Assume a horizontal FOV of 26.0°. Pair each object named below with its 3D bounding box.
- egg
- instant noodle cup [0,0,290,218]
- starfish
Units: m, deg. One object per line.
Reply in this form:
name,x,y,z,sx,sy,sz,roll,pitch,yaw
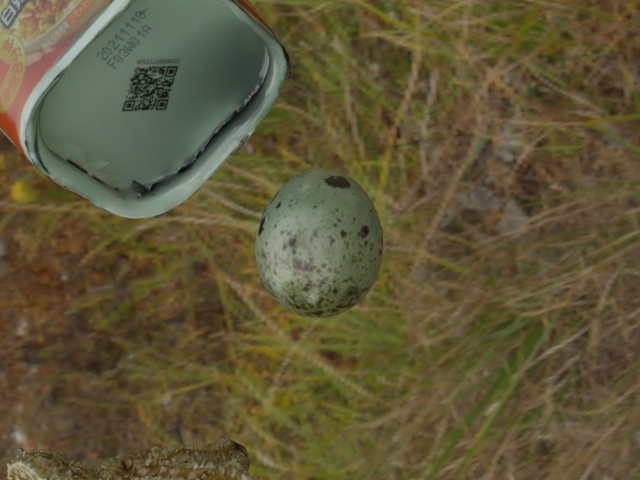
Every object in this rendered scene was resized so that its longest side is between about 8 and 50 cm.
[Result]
egg,0.000,0.000,0.919,0.085,0.085,0.110,-41,27,38
instant noodle cup,-0.200,-0.192,1.152,0.308,0.294,0.294,49,126,36
starfish,-0.102,0.153,0.823,0.216,0.238,0.071,-6,97,16
